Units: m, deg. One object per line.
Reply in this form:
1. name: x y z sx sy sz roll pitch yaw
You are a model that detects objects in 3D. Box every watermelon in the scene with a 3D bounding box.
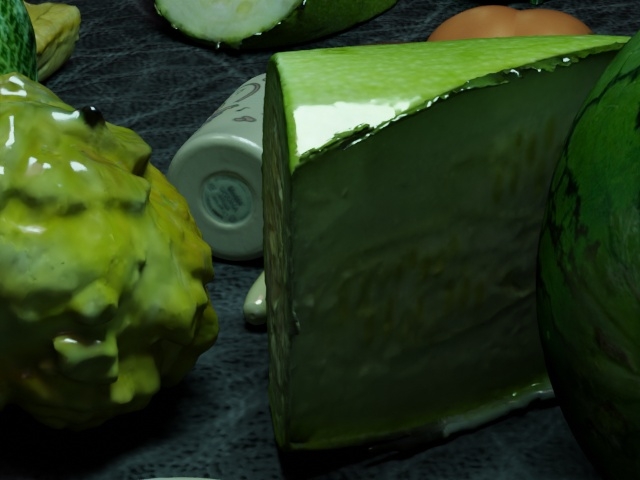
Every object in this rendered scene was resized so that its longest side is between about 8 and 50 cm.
1. watermelon: 0.278 0.008 1.041 0.363 0.363 0.363 1 26 -1

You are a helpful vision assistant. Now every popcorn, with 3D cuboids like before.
1. popcorn: -0.175 -0.013 1.186 0.266 0.192 0.233 50 24 19

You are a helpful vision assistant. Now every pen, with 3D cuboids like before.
1. pen: 0.000 0.000 1.391 0.032 0.040 0.233 11 32 21

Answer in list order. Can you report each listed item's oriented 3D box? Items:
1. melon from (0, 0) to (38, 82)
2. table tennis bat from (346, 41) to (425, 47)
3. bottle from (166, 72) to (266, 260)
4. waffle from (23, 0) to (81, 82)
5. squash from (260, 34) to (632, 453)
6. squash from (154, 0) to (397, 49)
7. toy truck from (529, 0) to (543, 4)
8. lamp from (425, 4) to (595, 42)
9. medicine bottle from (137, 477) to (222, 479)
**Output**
1. melon: -0.369 -0.145 1.444 0.343 0.226 0.331 -2 59 -18
2. table tennis bat: 0.099 -0.146 1.708 0.220 0.019 0.130 -4 26 -7
3. bottle: -0.028 -0.070 1.454 0.110 0.097 0.209 1 25 19
4. waffle: -0.356 -0.165 1.681 0.274 0.057 0.168 10 28 17
5. squash: 0.123 -0.008 1.182 0.309 0.234 0.210 -1 27 -6
6. squash: -0.030 -0.233 1.879 0.189 0.189 0.260 13 -8 22
7. toy truck: 0.222 -0.307 1.928 0.259 0.121 0.088 -21 35 -38
8. lamp: 0.130 -0.063 1.355 0.187 0.188 0.164 5 29 7
9. medicine bottle: -0.029 0.222 0.699 0.235 0.236 0.406 -13 29 -26
